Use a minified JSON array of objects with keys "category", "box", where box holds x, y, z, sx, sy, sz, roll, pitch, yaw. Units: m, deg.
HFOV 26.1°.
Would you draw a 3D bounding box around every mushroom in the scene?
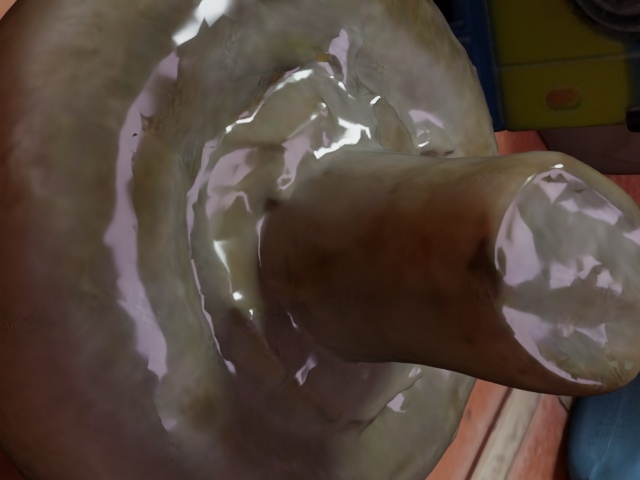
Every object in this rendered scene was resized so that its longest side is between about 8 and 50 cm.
[{"category":"mushroom","box":[0.000,0.000,0.410,0.207,0.215,0.207,-3,94,-42]}]

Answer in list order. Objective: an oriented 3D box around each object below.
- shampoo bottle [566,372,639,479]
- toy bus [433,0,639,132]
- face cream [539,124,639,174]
[{"category":"shampoo bottle","box":[0.224,0.156,0.797,0.258,0.061,0.104,47,57,-40]},{"category":"toy bus","box":[0.083,-0.187,0.540,0.138,0.175,0.288,-22,106,-48]},{"category":"face cream","box":[0.217,-0.118,0.687,0.175,0.195,0.175,-1,91,-52]}]
